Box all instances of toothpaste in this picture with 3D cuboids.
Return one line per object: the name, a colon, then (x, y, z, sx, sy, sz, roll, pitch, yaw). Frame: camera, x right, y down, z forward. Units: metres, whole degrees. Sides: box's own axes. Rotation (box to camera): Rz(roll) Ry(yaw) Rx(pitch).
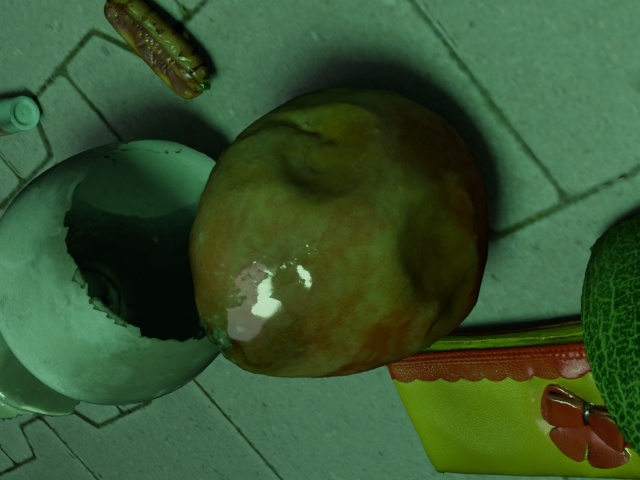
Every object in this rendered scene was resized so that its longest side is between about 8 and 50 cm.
toothpaste: (-0.362, -0.123, 1.061, 0.205, 0.036, 0.056, -2, 124, 43)

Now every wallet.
wallet: (0.168, 0.133, 0.837, 0.241, 0.067, 0.141, -12, 114, 43)

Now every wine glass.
wine glass: (-0.202, 0.044, 0.929, 0.238, 0.238, 0.323, 48, 143, -6)

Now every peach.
peach: (0.000, 0.000, 0.735, 0.214, 0.235, 0.214, 24, 130, 32)

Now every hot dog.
hot dog: (-0.134, -0.167, 0.849, 0.122, 0.037, 0.049, 48, 150, 2)

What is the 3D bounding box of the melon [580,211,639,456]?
melon: (0.286, 0.081, 0.624, 0.265, 0.169, 0.129, 35, 138, 7)
